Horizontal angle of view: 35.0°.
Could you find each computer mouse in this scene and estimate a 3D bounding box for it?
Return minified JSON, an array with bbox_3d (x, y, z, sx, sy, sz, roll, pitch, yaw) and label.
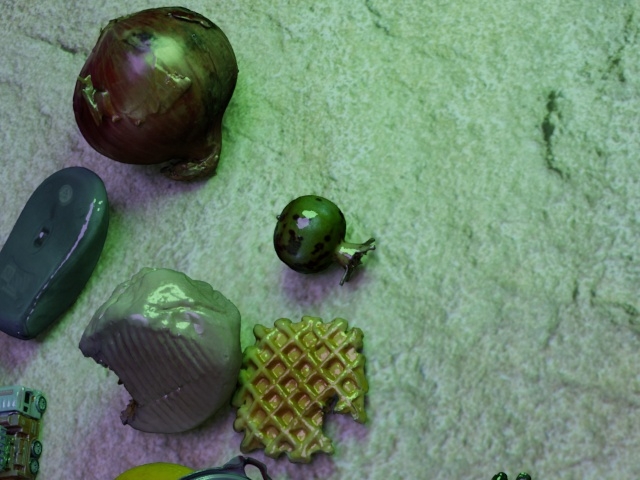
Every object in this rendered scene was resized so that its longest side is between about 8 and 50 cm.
[{"bbox_3d":[-0.524,0.034,1.979,0.188,0.122,0.371,32,87,33],"label":"computer mouse"}]

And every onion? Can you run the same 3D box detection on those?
[{"bbox_3d":[-0.318,-0.296,1.931,0.353,0.353,0.354,-8,64,17],"label":"onion"}]

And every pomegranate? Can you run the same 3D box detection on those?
[{"bbox_3d":[-0.002,0.000,1.797,0.169,0.148,0.148,35,80,-7],"label":"pomegranate"}]

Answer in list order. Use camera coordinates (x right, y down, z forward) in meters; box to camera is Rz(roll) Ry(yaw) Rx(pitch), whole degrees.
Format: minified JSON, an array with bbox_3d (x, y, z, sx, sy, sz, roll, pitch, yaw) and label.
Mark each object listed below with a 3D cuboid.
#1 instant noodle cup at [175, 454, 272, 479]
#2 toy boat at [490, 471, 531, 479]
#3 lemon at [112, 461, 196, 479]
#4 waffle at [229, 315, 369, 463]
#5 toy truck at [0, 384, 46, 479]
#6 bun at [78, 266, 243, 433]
[{"bbox_3d":[-0.134,0.482,1.505,0.181,0.258,0.302,2,74,66],"label":"instant noodle cup"},{"bbox_3d":[0.276,0.449,1.517,0.104,0.052,0.210,17,73,24],"label":"toy boat"},{"bbox_3d":[-0.261,0.454,1.645,0.244,0.187,0.187,-6,64,8],"label":"lemon"},{"bbox_3d":[-0.040,0.251,1.731,0.250,0.056,0.261,-5,67,19],"label":"waffle"},{"bbox_3d":[-0.567,0.348,1.851,0.080,0.115,0.178,-10,62,17],"label":"toy truck"},{"bbox_3d":[-0.255,0.174,1.747,0.281,0.281,0.205,-16,27,14],"label":"bun"}]
